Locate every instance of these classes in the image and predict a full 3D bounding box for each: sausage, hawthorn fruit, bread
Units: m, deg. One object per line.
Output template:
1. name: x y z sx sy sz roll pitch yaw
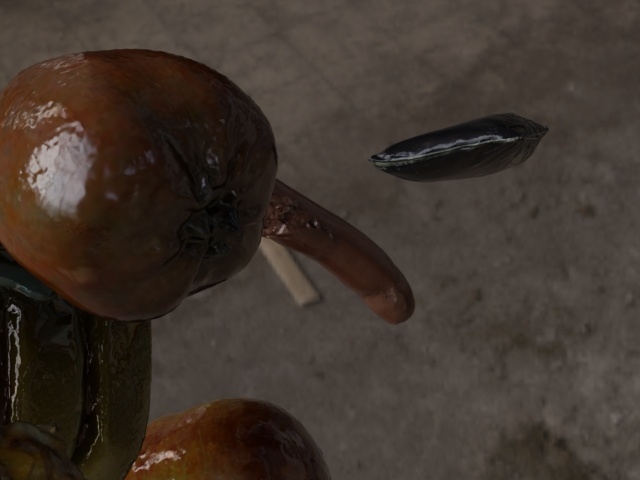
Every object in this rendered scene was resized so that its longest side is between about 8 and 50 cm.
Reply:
1. sausage: 0.000 0.000 1.554 0.078 0.304 0.078 -40 30 29
2. hawthorn fruit: -0.157 -0.057 0.964 0.251 0.199 0.199 30 54 32
3. bread: -0.295 0.099 1.293 0.341 0.210 0.300 14 49 -37

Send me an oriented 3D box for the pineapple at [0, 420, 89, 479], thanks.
1. pineapple: -0.132 0.132 0.560 0.158 0.334 0.161 -24 42 40

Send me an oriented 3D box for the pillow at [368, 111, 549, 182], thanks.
1. pillow: 0.139 -0.085 1.264 0.141 0.055 0.208 -10 1 19

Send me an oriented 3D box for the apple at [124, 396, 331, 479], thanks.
1. apple: -0.116 0.313 1.650 0.277 0.309 0.250 8 45 -1
